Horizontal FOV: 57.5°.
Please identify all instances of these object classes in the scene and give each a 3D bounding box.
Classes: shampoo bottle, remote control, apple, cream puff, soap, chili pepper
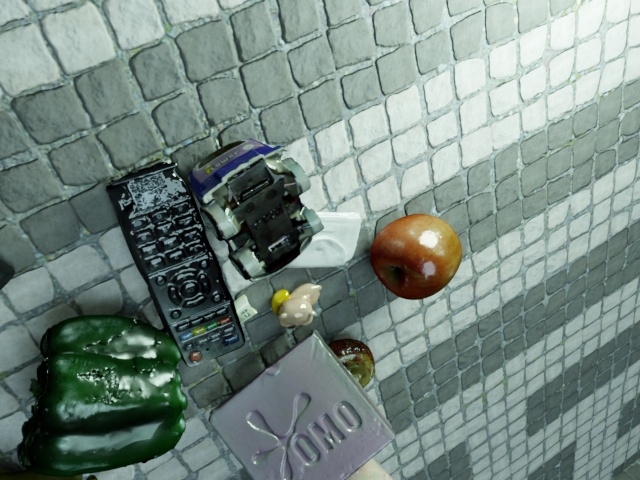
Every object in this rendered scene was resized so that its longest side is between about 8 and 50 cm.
[{"bbox_3d":[-0.196,0.166,1.162,0.141,0.034,0.049,-35,137,-8],"label":"shampoo bottle"},{"bbox_3d":[-0.249,0.053,1.026,0.145,0.062,0.398,-20,122,-11],"label":"remote control"},{"bbox_3d":[0.202,0.031,1.241,0.168,0.181,0.180,-45,136,-33],"label":"apple"},{"bbox_3d":[0.054,0.291,1.357,0.149,0.084,0.148,-7,115,-15],"label":"cream puff"},{"bbox_3d":[-0.040,0.386,1.241,0.296,0.285,0.107,-40,176,-2],"label":"soap"},{"bbox_3d":[-0.361,0.267,0.986,0.257,0.233,0.248,6,124,-25],"label":"chili pepper"}]

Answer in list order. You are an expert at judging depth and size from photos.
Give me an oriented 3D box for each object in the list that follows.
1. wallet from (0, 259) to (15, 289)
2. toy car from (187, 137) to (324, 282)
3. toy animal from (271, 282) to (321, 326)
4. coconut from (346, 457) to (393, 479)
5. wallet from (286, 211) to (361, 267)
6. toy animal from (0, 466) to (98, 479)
[{"bbox_3d":[-0.643,0.086,0.834,0.323,0.041,0.247,-39,129,-3],"label":"wallet"},{"bbox_3d":[-0.116,-0.055,0.993,0.172,0.158,0.235,-34,133,-16],"label":"toy car"},{"bbox_3d":[-0.041,0.146,1.214,0.115,0.082,0.091,-17,126,-24],"label":"toy animal"},{"bbox_3d":[0.024,0.618,1.392,0.298,0.309,0.297,-16,125,-24],"label":"coconut"},{"bbox_3d":[0.000,0.000,1.185,0.183,0.032,0.124,0,115,-31],"label":"wallet"},{"bbox_3d":[-0.470,0.502,1.001,0.181,0.363,0.180,-7,106,-33],"label":"toy animal"}]
